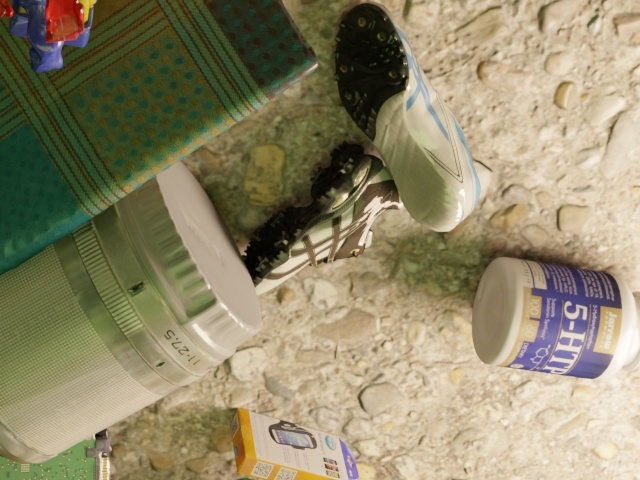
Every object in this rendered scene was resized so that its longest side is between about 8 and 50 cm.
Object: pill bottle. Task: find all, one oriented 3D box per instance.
[{"bbox_3d":[0.259,0.084,1.753,0.186,0.112,0.112,8,121,-15],"label":"pill bottle"}]

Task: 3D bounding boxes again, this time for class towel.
[{"bbox_3d":[-0.219,-0.161,1.474,0.370,0.040,0.271,-32,85,10],"label":"towel"}]

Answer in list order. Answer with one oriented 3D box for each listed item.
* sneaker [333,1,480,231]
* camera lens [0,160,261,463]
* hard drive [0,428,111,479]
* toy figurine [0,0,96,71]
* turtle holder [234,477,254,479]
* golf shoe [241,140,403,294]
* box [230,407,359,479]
[{"bbox_3d":[0.083,-0.121,1.622,0.085,0.086,0.237,-11,116,32],"label":"sneaker"},{"bbox_3d":[-0.220,0.062,1.592,0.274,0.219,0.219,-29,123,9],"label":"camera lens"},{"bbox_3d":[-0.380,0.305,1.721,0.338,0.064,0.237,0,91,-23],"label":"hard drive"},{"bbox_3d":[-0.236,-0.265,1.371,0.191,0.363,0.217,3,149,-7],"label":"toy figurine"},{"bbox_3d":[-0.079,0.418,1.839,0.320,0.243,0.227,-10,141,-14],"label":"turtle holder"},{"bbox_3d":[0.000,0.000,1.677,0.094,0.077,0.198,36,112,-28],"label":"golf shoe"},{"bbox_3d":[-0.027,0.227,1.815,0.136,0.081,0.028,20,118,-20],"label":"box"}]
